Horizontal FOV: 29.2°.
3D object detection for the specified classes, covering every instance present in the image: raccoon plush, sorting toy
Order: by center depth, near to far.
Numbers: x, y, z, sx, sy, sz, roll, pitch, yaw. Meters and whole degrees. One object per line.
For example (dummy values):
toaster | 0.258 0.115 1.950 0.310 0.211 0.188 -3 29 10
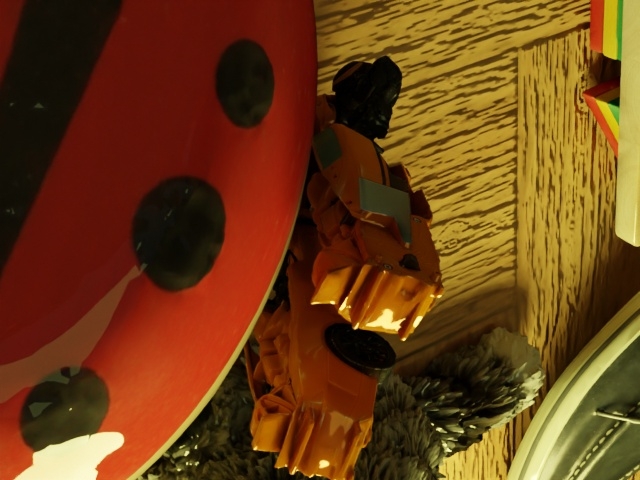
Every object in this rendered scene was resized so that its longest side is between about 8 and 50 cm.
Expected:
raccoon plush | 0.072 0.196 0.901 0.446 0.299 0.216 -29 127 -23
sorting toy | 0.333 -0.163 1.063 0.257 0.089 0.256 -24 125 -27

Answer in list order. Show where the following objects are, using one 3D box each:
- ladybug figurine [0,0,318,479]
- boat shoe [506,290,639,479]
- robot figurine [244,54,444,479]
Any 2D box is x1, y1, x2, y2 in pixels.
ladybug figurine | -0.143 -0.056 0.604 0.305 0.162 0.450 16 79 -16
boat shoe | 0.361 0.116 1.129 0.500 0.156 0.187 -47 150 11
robot figurine | 0.000 0.000 0.776 0.085 0.291 0.211 14 117 -17
